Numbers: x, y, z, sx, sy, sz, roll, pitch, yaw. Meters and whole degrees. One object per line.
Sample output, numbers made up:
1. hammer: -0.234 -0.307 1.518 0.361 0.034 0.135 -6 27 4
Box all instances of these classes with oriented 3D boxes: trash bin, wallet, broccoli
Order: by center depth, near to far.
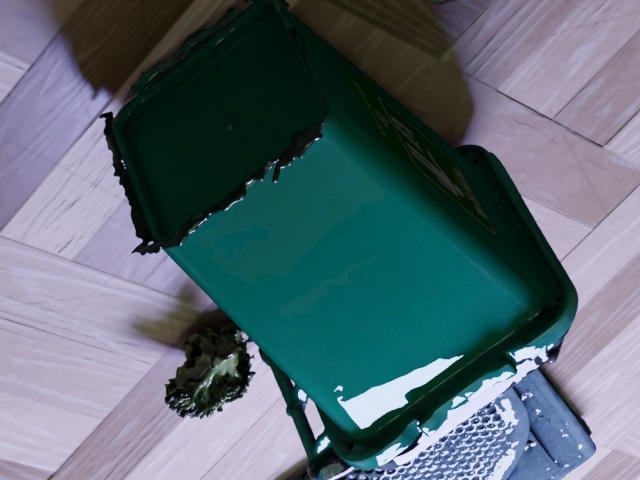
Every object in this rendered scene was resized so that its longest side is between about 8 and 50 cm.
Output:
1. trash bin: 0.000 0.000 1.598 0.295 0.259 0.381 -37 132 12
2. broccoli: -0.103 0.121 1.781 0.097 0.095 0.092 -5 149 -14
3. wallet: 0.126 0.267 2.076 0.342 0.075 0.237 -33 137 7

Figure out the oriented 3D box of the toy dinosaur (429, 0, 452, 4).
1. toy dinosaur: 0.209 -0.280 1.550 0.242 0.053 0.167 -14 140 -16
